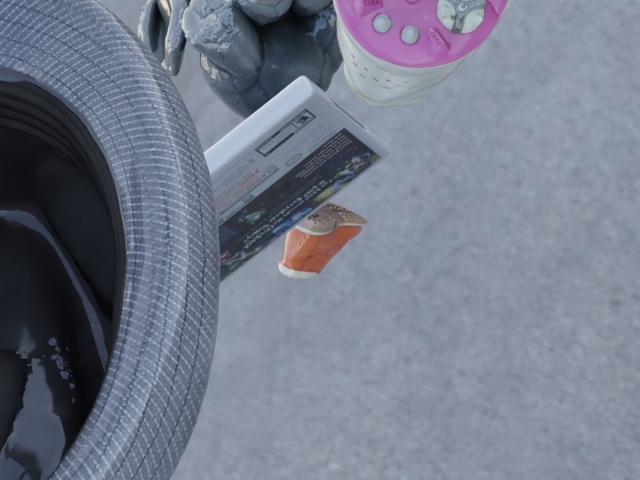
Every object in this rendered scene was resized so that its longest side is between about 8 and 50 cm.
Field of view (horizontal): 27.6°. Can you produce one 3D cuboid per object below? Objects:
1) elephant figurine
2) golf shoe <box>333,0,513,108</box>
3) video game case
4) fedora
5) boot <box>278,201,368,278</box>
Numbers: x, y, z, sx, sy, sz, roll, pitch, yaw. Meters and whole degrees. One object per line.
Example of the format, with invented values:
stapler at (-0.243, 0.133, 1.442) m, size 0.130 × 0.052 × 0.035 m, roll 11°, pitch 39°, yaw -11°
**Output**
elephant figurine at (-0.082, -0.212, 1.103) m, size 0.239 × 0.169 × 0.186 m, roll 38°, pitch 100°, yaw 42°
golf shoe at (0.095, -0.208, 0.779) m, size 0.306 × 0.115 × 0.140 m, roll -55°, pitch -6°, yaw -20°
video game case at (-0.051, -0.040, 1.020) m, size 0.190 × 0.173 × 0.022 m, roll -38°, pitch 67°, yaw 11°
fedora at (-0.149, 0.040, 0.511) m, size 0.243 × 0.124 × 0.275 m, roll -13°, pitch 60°, yaw 2°
boot at (0.000, 0.000, 1.519) m, size 0.059 × 0.158 × 0.085 m, roll 26°, pitch 107°, yaw 23°
